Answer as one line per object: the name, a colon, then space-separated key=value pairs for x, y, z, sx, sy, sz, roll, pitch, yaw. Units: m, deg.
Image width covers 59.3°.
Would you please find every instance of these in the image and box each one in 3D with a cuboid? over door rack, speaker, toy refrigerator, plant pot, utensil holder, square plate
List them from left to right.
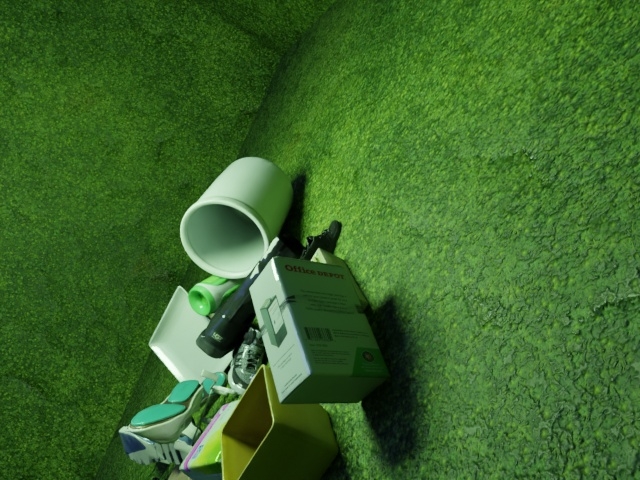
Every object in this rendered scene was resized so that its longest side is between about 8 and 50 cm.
square plate: x=-0.484 y=0.400 z=2.149 sx=0.049 sy=0.347 sz=0.344 roll=-17 pitch=-35 yaw=-57
over door rack: x=-0.354 y=0.567 z=1.782 sx=0.324 sy=0.108 sz=0.239 roll=100 pitch=-173 yaw=-66
speaker: x=-0.352 y=0.168 z=2.111 sx=0.297 sy=0.131 sz=0.131 roll=-34 pitch=-9 yaw=-49
utensil holder: x=-0.291 y=-0.096 z=2.099 sx=0.327 sy=0.328 sz=0.385 roll=-50 pitch=10 yaw=33
plant pot: x=-0.086 y=0.441 z=1.239 sx=0.212 sy=0.187 sz=0.212 roll=-59 pitch=22 yaw=13
toy refrigerator: x=0.027 y=0.125 z=1.476 sx=0.102 sy=0.094 sz=0.269 roll=-59 pitch=20 yaw=14

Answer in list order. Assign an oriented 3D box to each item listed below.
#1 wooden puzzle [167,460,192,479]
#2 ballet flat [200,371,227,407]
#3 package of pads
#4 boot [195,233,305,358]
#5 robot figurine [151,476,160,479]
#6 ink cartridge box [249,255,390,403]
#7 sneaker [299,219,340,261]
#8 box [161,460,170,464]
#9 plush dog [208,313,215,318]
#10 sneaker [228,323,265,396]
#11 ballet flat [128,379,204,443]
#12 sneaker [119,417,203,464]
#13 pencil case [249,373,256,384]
wooden puzzle: x=-0.476 y=0.871 z=1.889 sx=0.220 sy=0.044 sz=0.239 roll=-65 pitch=25 yaw=-3
ballet flat: x=-0.414 y=0.550 z=2.062 sx=0.213 sy=0.068 sz=0.072 roll=-40 pitch=66 yaw=10
package of pads: x=-0.239 y=0.542 z=1.532 sx=0.297 sy=0.101 sz=0.229 roll=-34 pitch=14 yaw=51
boot: x=-0.214 y=0.164 z=1.918 sx=0.445 sy=0.146 sz=0.367 roll=-55 pitch=3 yaw=8
robot figurine: x=-0.642 y=1.001 z=2.043 sx=0.291 sy=0.085 sz=0.210 roll=-133 pitch=63 yaw=-70
ink cartridge box: x=-0.008 y=0.189 z=1.199 sx=0.121 sy=0.211 sz=0.289 roll=-51 pitch=44 yaw=33
sneaker: x=-0.001 y=0.000 z=1.698 sx=0.051 sy=0.089 sz=0.170 roll=-24 pitch=44 yaw=60
box: x=-0.642 y=0.812 z=2.279 sx=0.170 sy=0.091 sz=0.130 roll=-15 pitch=52 yaw=63
plush dog: x=-0.469 y=0.399 z=2.257 sx=0.262 sy=0.211 sz=0.225 roll=174 pitch=96 yaw=-66
sneaker: x=-0.214 y=0.364 z=1.758 sx=0.153 sy=0.101 sz=0.268 roll=-60 pitch=18 yaw=16
ballet flat: x=-0.461 y=0.556 z=1.756 sx=0.139 sy=0.139 sz=0.400 roll=-61 pitch=-6 yaw=8
sneaker: x=-0.551 y=0.710 z=2.037 sx=0.316 sy=0.127 sz=0.182 roll=-5 pitch=12 yaw=25
pencil case: x=-0.120 y=0.392 z=1.540 sx=0.088 sy=0.086 sz=0.206 roll=-42 pitch=8 yaw=-33
